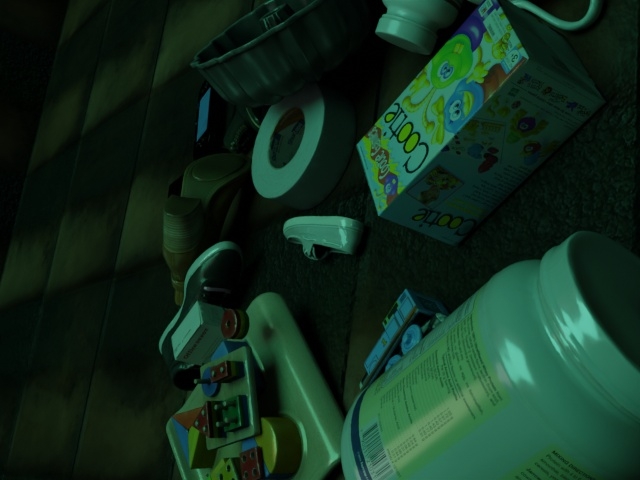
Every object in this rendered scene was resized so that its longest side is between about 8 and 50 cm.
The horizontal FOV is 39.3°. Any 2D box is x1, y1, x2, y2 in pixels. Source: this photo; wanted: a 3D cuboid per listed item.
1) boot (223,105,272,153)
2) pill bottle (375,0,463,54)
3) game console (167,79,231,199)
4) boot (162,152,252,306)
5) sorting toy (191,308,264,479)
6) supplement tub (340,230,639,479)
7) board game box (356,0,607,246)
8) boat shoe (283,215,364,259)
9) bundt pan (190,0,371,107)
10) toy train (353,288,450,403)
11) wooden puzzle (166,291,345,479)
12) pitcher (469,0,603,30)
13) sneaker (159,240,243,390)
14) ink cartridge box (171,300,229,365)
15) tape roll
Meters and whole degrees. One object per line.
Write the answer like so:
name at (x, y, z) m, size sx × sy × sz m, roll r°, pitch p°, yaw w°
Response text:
boot at (-0.137, -0.211, 1.744) m, size 0.137 × 0.076 × 0.198 m, roll -63°, pitch 20°, yaw 20°
pill bottle at (0.163, -0.394, 1.330) m, size 0.121 × 0.121 × 0.216 m, roll 30°, pitch 99°, yaw 57°
game console at (-0.259, -0.196, 1.935) m, size 0.213 × 0.044 × 0.361 m, roll -29°, pitch 51°, yaw 47°
boot at (-0.212, -0.025, 1.723) m, size 0.283 × 0.109 × 0.220 m, roll -63°, pitch -21°, yaw -51°
sorting toy at (-0.151, 0.248, 1.350) m, size 0.132 × 0.046 × 0.275 m, roll -29°, pitch 62°, yaw 46°
supplement tub at (0.199, 0.167, 0.882) m, size 0.325 × 0.235 × 0.235 m, roll -47°, pitch 40°, yaw 33°
board game box at (0.193, -0.147, 1.138) m, size 0.275 × 0.144 × 0.142 m, roll -47°, pitch 39°, yaw 31°
boat shoe at (0.000, 0.000, 1.436) m, size 0.184 × 0.066 × 0.063 m, roll 1°, pitch 73°, yaw 46°
bundt pan at (-0.050, -0.338, 1.524) m, size 0.330 × 0.124 × 0.331 m, roll -28°, pitch 22°, yaw 13°
toy train at (0.110, 0.158, 1.175) m, size 0.184 × 0.080 × 0.105 m, roll -60°, pitch 25°, yaw 20°
wooden puzzle at (-0.126, 0.302, 1.401) m, size 0.348 × 0.080 × 0.322 m, roll -52°, pitch 46°, yaw 26°
pitcher at (0.271, -0.351, 1.165) m, size 0.207 × 0.125 × 0.178 m, roll -1°, pitch 89°, yaw 45°
sneaker at (-0.201, 0.149, 1.623) m, size 0.296 × 0.104 × 0.147 m, roll -61°, pitch 35°, yaw 26°
ink cartridge box at (-0.172, 0.167, 1.531) m, size 0.099 × 0.135 × 0.056 m, roll -52°, pitch 37°, yaw 27°
tape roll at (-0.032, -0.166, 1.552) m, size 0.219 × 0.072 × 0.219 m, roll -30°, pitch 51°, yaw 46°
